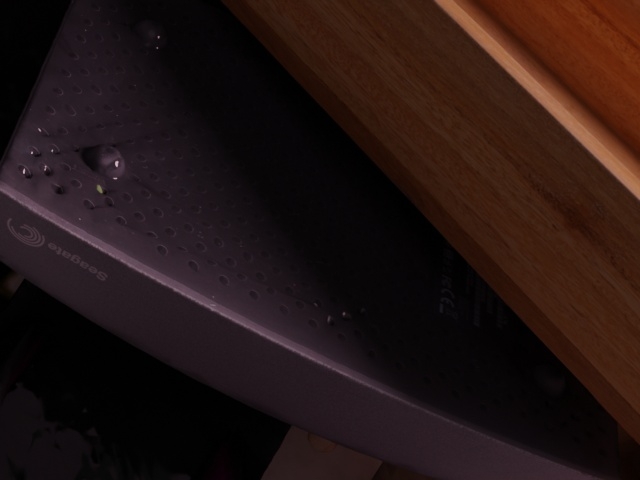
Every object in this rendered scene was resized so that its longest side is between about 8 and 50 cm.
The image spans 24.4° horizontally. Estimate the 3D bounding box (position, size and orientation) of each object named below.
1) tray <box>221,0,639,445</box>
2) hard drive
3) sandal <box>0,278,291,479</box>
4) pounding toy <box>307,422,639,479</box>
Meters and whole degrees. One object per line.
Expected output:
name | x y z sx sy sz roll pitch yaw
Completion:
tray | 0.095 -0.061 0.629 0.411 0.076 0.203 47 31 22
hard drive | 0.000 0.000 0.585 0.255 0.054 0.172 26 39 -15
sandal | -0.093 0.103 0.543 0.168 0.107 0.445 30 57 -13
pounding toy | 0.064 0.114 0.636 0.181 0.094 0.206 5 44 -25
